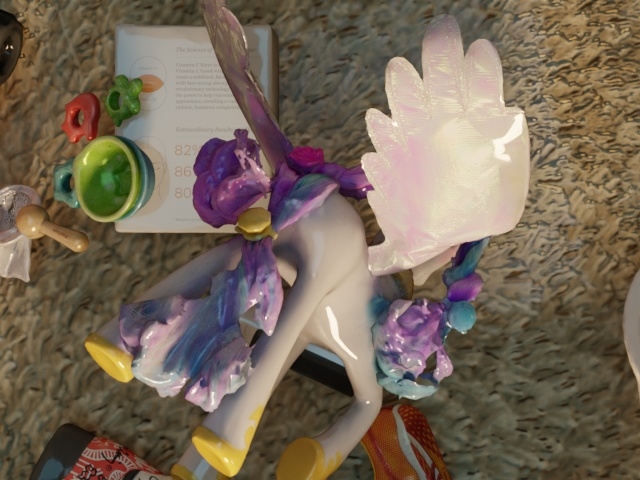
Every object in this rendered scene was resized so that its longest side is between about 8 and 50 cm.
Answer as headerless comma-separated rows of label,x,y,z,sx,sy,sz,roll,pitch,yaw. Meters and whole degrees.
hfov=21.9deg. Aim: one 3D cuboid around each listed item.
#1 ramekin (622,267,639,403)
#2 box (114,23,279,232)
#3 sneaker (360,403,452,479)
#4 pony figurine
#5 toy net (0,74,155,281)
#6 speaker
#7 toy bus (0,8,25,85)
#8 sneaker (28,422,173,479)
ramekin,0.374,0.106,1.273,0.277,0.277,0.135,-9,133,2
box,-0.100,-0.091,1.377,0.130,0.091,0.170,1,91,3
sneaker,0.081,0.222,1.395,0.067,0.064,0.175,-21,90,29
pony figurine,0.000,0.000,1.230,0.303,0.351,0.363,26,65,35
toy net,-0.223,-0.043,1.351,0.232,0.045,0.122,-27,75,35
speaker,-0.012,0.085,1.393,0.136,0.055,0.055,25,91,2
toy bus,-0.350,-0.099,1.342,0.149,0.220,0.211,17,108,11
sneaker,-0.207,0.302,1.384,0.145,0.090,0.270,25,89,5
